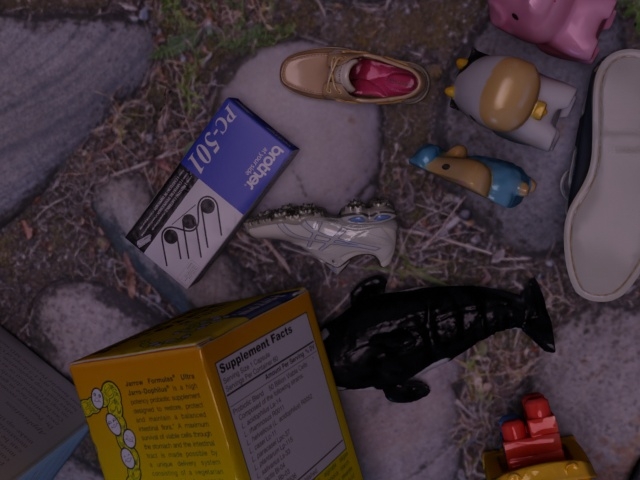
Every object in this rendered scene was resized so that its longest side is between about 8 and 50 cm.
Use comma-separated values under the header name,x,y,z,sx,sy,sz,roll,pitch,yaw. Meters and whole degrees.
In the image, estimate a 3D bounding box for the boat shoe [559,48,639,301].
name,x,y,z,sx,sy,sz,roll,pitch,yaw
boat shoe,0.299,-0.066,0.811,0.095,0.079,0.255,1,96,12

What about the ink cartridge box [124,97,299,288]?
name,x,y,z,sx,sy,sz,roll,pitch,yaw
ink cartridge box,-0.126,-0.054,0.907,0.097,0.046,0.207,39,102,2

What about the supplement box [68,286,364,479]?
name,x,y,z,sx,sy,sz,roll,pitch,yaw
supplement box,-0.088,0.257,0.841,0.195,0.194,0.357,-13,95,34

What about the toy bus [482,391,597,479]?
name,x,y,z,sx,sy,sz,roll,pitch,yaw
toy bus,0.235,0.272,0.806,0.149,0.220,0.212,-12,89,8

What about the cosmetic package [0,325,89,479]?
name,x,y,z,sx,sy,sz,roll,pitch,yaw
cosmetic package,-0.445,0.237,0.797,0.230,0.453,0.162,38,102,4

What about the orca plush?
name,x,y,z,sx,sy,sz,roll,pitch,yaw
orca plush,0.110,0.119,0.859,0.287,0.102,0.151,-1,98,10

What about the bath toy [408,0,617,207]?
name,x,y,z,sx,sy,sz,roll,pitch,yaw
bath toy,0.214,-0.212,0.777,0.129,0.151,0.348,27,98,17

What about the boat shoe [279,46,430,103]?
name,x,y,z,sx,sy,sz,roll,pitch,yaw
boat shoe,0.034,-0.181,0.853,0.169,0.059,0.063,5,99,10

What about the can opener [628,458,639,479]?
name,x,y,z,sx,sy,sz,roll,pitch,yaw
can opener,0.392,0.233,0.846,0.073,0.059,0.186,18,101,8

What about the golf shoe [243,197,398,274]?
name,x,y,z,sx,sy,sz,roll,pitch,yaw
golf shoe,0.000,0.000,0.884,0.176,0.069,0.086,-2,104,12
